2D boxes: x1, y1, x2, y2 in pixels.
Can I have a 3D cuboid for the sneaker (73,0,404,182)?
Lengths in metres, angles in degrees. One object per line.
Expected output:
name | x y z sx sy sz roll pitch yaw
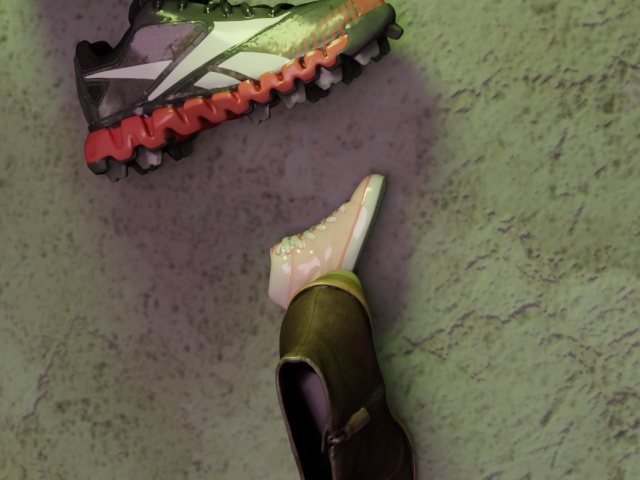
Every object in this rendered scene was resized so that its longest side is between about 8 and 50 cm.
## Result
sneaker | -0.076 -0.149 1.303 0.276 0.097 0.135 -20 91 16

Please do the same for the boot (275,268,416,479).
boot | 0.009 0.158 1.234 0.090 0.207 0.248 -6 108 12

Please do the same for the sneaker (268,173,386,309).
sneaker | 0.000 0.000 1.319 0.070 0.051 0.134 24 104 6
